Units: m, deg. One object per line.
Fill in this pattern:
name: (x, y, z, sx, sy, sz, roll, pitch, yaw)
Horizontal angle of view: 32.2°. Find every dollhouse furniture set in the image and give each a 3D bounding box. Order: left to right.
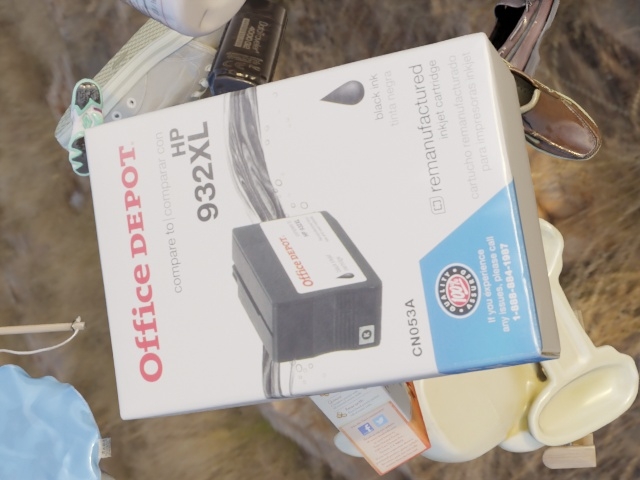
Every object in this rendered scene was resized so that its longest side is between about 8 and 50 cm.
dollhouse furniture set: (0.396, 0.259, 1.985, 0.212, 0.161, 0.242, -74, -23, -65)

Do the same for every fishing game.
fishing game: (-0.268, 0.197, 0.951, 0.041, 0.189, 0.264, 57, -150, -63)

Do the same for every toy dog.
toy dog: (0.171, 0.166, 1.523, 0.284, 0.395, 0.408, 49, 169, -12)

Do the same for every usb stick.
usb stick: (-0.088, -0.243, 1.392, 0.278, 0.077, 0.045, -84, 8, -59)

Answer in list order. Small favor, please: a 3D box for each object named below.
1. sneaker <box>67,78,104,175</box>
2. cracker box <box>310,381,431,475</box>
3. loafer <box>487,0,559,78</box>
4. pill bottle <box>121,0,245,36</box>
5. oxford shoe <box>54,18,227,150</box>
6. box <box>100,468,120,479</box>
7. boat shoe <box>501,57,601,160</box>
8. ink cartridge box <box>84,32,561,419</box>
sneaker: (-0.240, -0.118, 1.144, 0.069, 0.038, 0.098, -145, 61, -74)
cracker box: (0.014, 0.100, 1.098, 0.232, 0.067, 0.156, 50, -166, -28)
loafer: (0.327, -0.364, 1.860, 0.095, 0.303, 0.109, 26, 158, -17)
pill bottle: (-0.200, -0.326, 1.063, 0.283, 0.161, 0.161, 30, 141, 15)
oxford shoe: (-0.210, -0.267, 1.643, 0.130, 0.449, 0.169, 40, -157, -23)
box: (-0.191, 0.353, 1.288, 0.324, 0.067, 0.063, 39, -165, -26)
boat shoe: (0.322, -0.204, 1.717, 0.257, 0.095, 0.095, 32, -170, 1)
ink cartridge box: (0.000, 0.000, 0.813, 0.129, 0.307, 0.223, 14, -113, -71)
